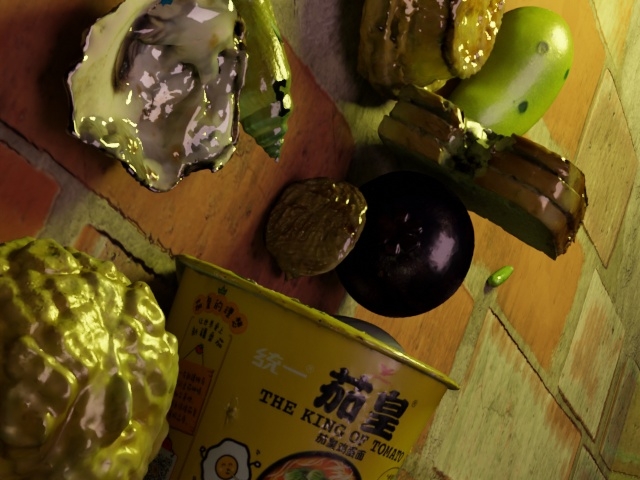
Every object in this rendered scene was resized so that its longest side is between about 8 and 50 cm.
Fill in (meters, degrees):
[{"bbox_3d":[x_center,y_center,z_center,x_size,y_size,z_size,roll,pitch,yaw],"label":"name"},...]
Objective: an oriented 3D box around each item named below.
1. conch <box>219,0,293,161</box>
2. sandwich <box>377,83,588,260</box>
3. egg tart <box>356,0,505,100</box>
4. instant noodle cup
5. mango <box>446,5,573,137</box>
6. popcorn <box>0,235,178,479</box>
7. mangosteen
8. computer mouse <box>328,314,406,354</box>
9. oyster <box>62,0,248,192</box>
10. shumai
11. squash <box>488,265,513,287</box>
[{"bbox_3d":[-0.070,-0.186,1.171,0.095,0.079,0.200,2,90,-78],"label":"conch"},{"bbox_3d":[0.219,-0.093,1.422,0.095,0.273,0.249,-59,160,-3],"label":"sandwich"},{"bbox_3d":[0.161,-0.304,1.421,0.294,0.123,0.294,-44,147,-40],"label":"egg tart"},{"bbox_3d":[-0.053,0.193,1.112,0.325,0.325,0.254,34,80,-57],"label":"instant noodle cup"},{"bbox_3d":[0.290,-0.245,1.680,0.293,0.143,0.175,-50,138,-24],"label":"mango"},{"bbox_3d":[-0.241,0.131,0.884,0.237,0.251,0.206,43,30,-17],"label":"popcorn"},{"bbox_3d":[0.109,0.007,1.436,0.230,0.194,0.194,43,60,-84],"label":"mangosteen"},{"bbox_3d":[0.034,0.132,1.392,0.231,0.128,0.079,45,62,-59],"label":"computer mouse"},{"bbox_3d":[-0.156,-0.157,1.023,0.223,0.083,0.214,24,76,-53],"label":"oyster"},{"bbox_3d":[-0.001,-0.012,1.297,0.105,0.123,0.139,46,47,-67],"label":"shumai"},{"bbox_3d":[0.329,0.062,1.951,0.089,0.027,0.027,-32,126,-53],"label":"squash"}]
